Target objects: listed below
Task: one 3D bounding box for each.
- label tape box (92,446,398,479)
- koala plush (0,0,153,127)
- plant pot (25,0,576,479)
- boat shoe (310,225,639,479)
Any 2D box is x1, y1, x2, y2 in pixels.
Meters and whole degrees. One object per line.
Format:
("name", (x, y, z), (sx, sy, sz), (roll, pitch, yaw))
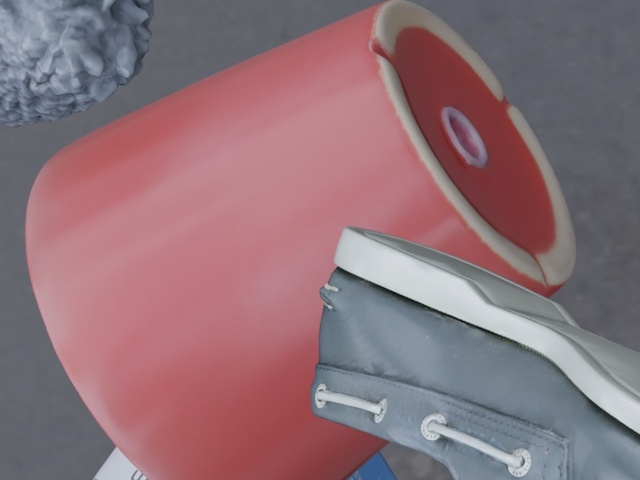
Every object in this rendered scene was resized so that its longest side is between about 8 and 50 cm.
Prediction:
("label tape box", (-0.099, 0.258, 1.484), (0.115, 0.249, 0.348), (27, 71, 30))
("koala plush", (-0.066, -0.159, 0.452), (0.203, 0.196, 0.221), (-54, 16, -13))
("plant pot", (0.000, 0.000, 1.157), (0.243, 0.275, 0.275), (-33, 65, 25))
("boat shoe", (0.105, 0.090, 0.812), (0.319, 0.116, 0.099), (30, 101, 46))
